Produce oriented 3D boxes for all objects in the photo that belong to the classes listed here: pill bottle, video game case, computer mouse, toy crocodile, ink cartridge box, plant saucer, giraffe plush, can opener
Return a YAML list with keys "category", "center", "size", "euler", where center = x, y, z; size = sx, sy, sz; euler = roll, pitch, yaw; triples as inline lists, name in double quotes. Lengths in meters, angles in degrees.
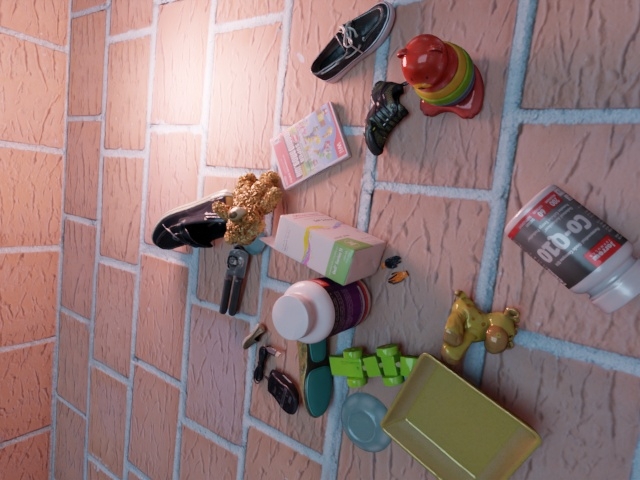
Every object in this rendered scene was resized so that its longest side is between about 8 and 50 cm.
- category: "pill bottle"
  center: [0.006, 0.202, 1.249]
  size: [0.182, 0.323, 0.181]
  euler: [1, 92, 33]
- category: "video game case"
  center: [-0.043, -0.323, 1.442]
  size: [0.285, 0.025, 0.203]
  euler: [-23, 79, 32]
- category: "computer mouse"
  center: [-0.145, 0.499, 1.525]
  size: [0.262, 0.060, 0.183]
  euler: [25, 110, 43]
- category: "toy crocodile"
  center: [0.169, 0.386, 1.292]
  size: [0.341, 0.105, 0.115]
  euler: [-16, 83, 38]
- category: "ink cartridge box"
  center: [0.000, 0.000, 1.314]
  size: [0.354, 0.207, 0.119]
  euler: [25, 110, 30]
- category: "plant saucer"
  center: [0.140, 0.598, 1.348]
  size: [0.195, 0.038, 0.194]
  euler: [1, 93, 35]
- category: "pill bottle"
  center: [0.589, 0.018, 0.950]
  size: [0.283, 0.161, 0.161]
  euler: [48, 116, 23]
- category: "plant saucer"
  center: [0.369, 0.506, 1.135]
  size: [0.333, 0.081, 0.332]
  euler: [35, 121, 26]
- category: "giraffe plush"
  center: [0.425, 0.237, 1.091]
  size: [0.171, 0.181, 0.210]
  euler: [12, 64, 23]
- category: "plant saucer"
  center: [-0.251, -0.003, 1.595]
  size: [0.120, 0.021, 0.119]
  euler: [1, 92, 35]
- category: "can opener"
  center: [-0.343, 0.157, 1.646]
  size: [0.076, 0.095, 0.283]
  euler: [12, 107, -6]

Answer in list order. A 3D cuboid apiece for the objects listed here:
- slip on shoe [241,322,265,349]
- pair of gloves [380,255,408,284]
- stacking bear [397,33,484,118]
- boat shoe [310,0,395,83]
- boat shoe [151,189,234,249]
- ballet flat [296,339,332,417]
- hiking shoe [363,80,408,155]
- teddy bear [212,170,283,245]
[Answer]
- category: "slip on shoe"
  center: [-0.256, 0.378, 1.598]
  size: [0.041, 0.051, 0.135]
  euler: [46, 107, 27]
- category: "pair of gloves"
  center: [0.229, 0.091, 1.284]
  size: [0.074, 0.010, 0.083]
  euler: [-31, 72, 32]
- category: "stacking bear"
  center: [0.297, -0.424, 1.051]
  size: [0.176, 0.289, 0.164]
  euler: [15, 100, 33]
- category: "boat shoe"
  center: [0.090, -0.625, 1.293]
  size: [0.307, 0.105, 0.113]
  euler: [-31, 75, 31]
- category: "boat shoe"
  center: [-0.502, -0.045, 1.660]
  size: [0.501, 0.187, 0.155]
  euler: [-19, 61, 28]
- category: "ballet flat"
  center: [-0.030, 0.420, 1.421]
  size: [0.123, 0.123, 0.347]
  euler: [-2, 91, 34]
- category: "hiking shoe"
  center: [0.200, -0.367, 1.240]
  size: [0.114, 0.086, 0.226]
  euler: [11, 97, 36]
- category: "teddy bear"
  center: [-0.249, -0.138, 1.441]
  size: [0.246, 0.337, 0.113]
  euler: [14, 141, 20]
